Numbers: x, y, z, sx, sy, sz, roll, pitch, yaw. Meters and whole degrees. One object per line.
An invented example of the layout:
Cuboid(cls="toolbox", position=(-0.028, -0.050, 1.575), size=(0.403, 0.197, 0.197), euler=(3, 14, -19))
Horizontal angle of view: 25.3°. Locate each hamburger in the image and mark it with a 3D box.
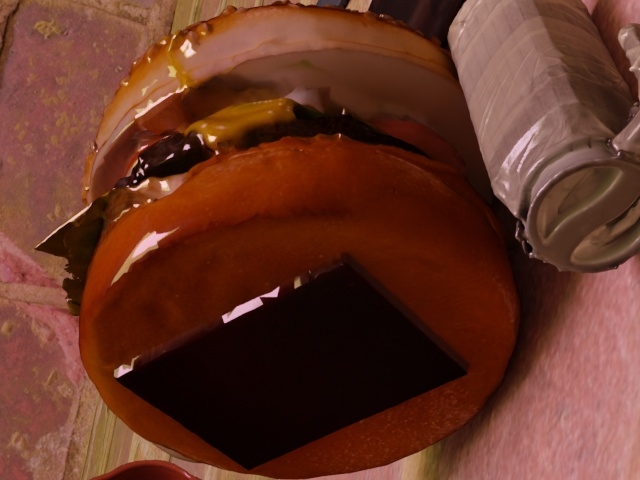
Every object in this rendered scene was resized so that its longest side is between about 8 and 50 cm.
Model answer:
Cuboid(cls="hamburger", position=(-0.016, -0.004, 0.872), size=(0.291, 0.291, 0.225), euler=(116, 155, -46))

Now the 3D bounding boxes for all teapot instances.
Cuboid(cls="teapot", position=(0.132, -0.077, 0.745), size=(0.107, 0.077, 0.200), euler=(-48, 27, 26))

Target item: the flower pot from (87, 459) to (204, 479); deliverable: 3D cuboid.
Cuboid(cls="flower pot", position=(-0.177, 0.346, 1.456), size=(0.173, 0.190, 0.191), euler=(97, 175, -52))

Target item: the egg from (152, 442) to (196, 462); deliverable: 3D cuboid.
Cuboid(cls="egg", position=(-0.110, 0.086, 1.333), size=(0.186, 0.186, 0.242), euler=(125, 148, -59))

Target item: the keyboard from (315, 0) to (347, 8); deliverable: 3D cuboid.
Cuboid(cls="keyboard", position=(0.026, -0.266, 1.432), size=(0.176, 0.014, 0.055), euler=(123, 154, -57))

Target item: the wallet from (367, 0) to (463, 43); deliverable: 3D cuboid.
Cuboid(cls="wallet", position=(0.090, -0.224, 1.081), size=(0.309, 0.042, 0.165), euler=(116, 160, -48))
